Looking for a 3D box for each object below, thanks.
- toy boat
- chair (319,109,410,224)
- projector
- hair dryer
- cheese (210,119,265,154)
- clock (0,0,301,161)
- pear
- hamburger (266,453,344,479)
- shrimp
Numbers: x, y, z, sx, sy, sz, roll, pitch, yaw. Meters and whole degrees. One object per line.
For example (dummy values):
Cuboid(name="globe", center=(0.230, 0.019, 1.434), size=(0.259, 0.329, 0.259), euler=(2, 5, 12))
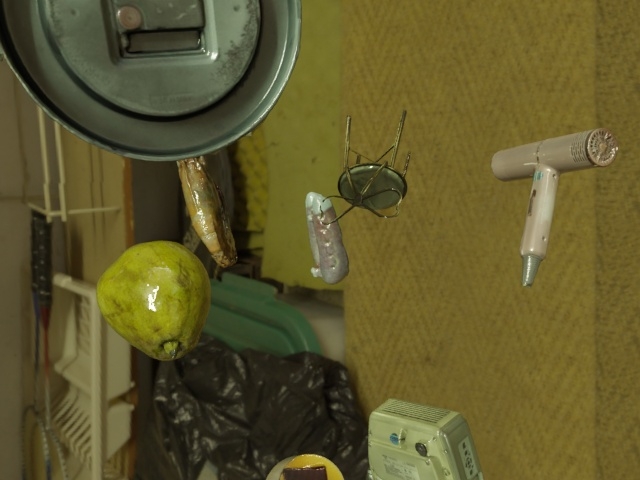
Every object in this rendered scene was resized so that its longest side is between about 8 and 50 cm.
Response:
Cuboid(name="toy boat", center=(0.000, 0.000, 1.360), size=(0.155, 0.085, 0.227), euler=(-145, 40, -72))
Cuboid(name="chair", center=(0.105, -0.120, 1.177), size=(0.160, 0.170, 0.325), euler=(-2, 52, 15))
Cuboid(name="projector", center=(0.153, 0.380, 0.849), size=(0.194, 0.088, 0.269), euler=(-5, 102, 50))
Cuboid(name="hair dryer", center=(0.297, -0.039, 0.795), size=(0.195, 0.054, 0.220), euler=(3, 72, 70))
Cuboid(name="cheese", center=(-0.240, -0.298, 1.401), size=(0.175, 0.202, 0.091), euler=(22, 149, 23))
Cuboid(name="clock", center=(-0.173, -0.239, 0.594), size=(0.061, 0.313, 0.312), euler=(-143, 56, -62))
Cuboid(name="pear", center=(-0.417, 0.160, 1.466), size=(0.375, 0.287, 0.287), euler=(59, 134, 41))
Cuboid(name="hamburger", center=(-0.040, 0.688, 1.415), size=(0.151, 0.227, 0.295), euler=(115, 168, -50))
Cuboid(name="shrimp", center=(-0.204, -0.069, 1.056), size=(0.058, 0.173, 0.253), euler=(-19, 77, 6))
